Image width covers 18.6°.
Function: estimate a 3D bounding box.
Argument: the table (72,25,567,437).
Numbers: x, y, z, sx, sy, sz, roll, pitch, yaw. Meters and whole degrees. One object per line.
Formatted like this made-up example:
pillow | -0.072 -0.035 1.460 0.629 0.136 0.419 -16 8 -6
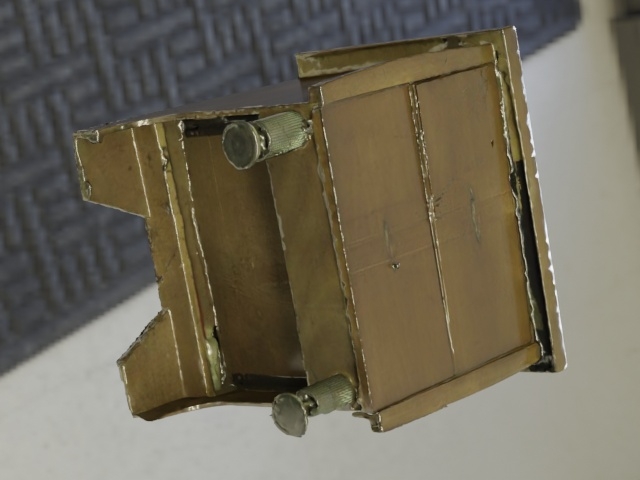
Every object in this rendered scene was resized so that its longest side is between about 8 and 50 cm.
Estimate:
table | 0.000 0.000 0.456 0.082 0.070 0.083 -19 103 -45
